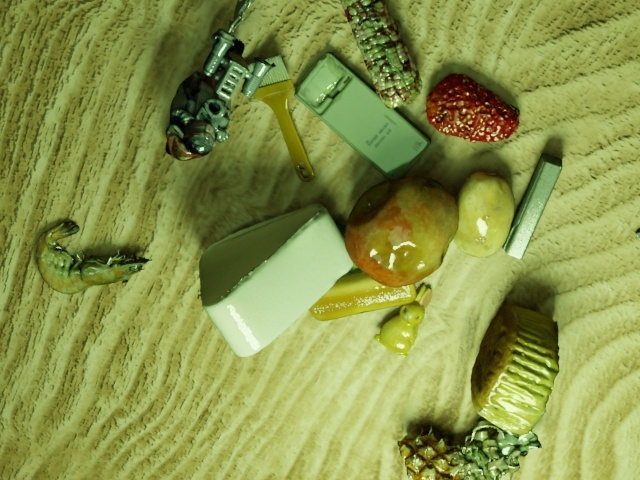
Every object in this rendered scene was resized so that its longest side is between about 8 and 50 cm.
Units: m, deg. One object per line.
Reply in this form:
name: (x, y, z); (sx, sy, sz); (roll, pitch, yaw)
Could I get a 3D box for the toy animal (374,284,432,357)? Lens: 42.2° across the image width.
toy animal: (0.187, 0.166, 1.787); (0.083, 0.070, 0.159); (27, 108, -1)

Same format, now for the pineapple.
pineapple: (0.343, 0.473, 1.804); (0.271, 0.262, 0.262); (-33, 101, 7)

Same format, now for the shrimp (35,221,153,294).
shrimp: (-0.525, 0.030, 1.889); (0.296, 0.058, 0.169); (-12, 105, 19)

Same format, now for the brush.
brush: (-0.072, -0.242, 1.700); (0.103, 0.013, 0.272); (-7, 114, 35)

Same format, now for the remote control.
remote control: (0.083, -0.249, 1.669); (0.285, 0.038, 0.123); (39, 112, -2)

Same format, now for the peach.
peach: (0.165, -0.032, 1.635); (0.214, 0.214, 0.235); (37, 123, -4)

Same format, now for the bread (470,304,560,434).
bread: (0.392, 0.259, 1.678); (0.142, 0.253, 0.227); (24, 116, 5)

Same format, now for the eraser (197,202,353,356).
eraser: (-0.088, 0.059, 1.689); (0.331, 0.331, 0.150); (-26, 111, 19)

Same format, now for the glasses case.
glasses case: (0.420, -0.068, 1.647); (0.047, 0.071, 0.205); (22, 114, 7)

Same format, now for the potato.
potato: (0.324, -0.049, 1.653); (0.118, 0.109, 0.178); (-1, 116, -15)

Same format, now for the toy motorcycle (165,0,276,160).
toy motorcycle: (-0.198, -0.300, 1.616); (0.134, 0.207, 0.401); (28, 114, -23)

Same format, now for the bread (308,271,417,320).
bread: (0.088, 0.108, 1.778); (0.239, 0.074, 0.093); (-13, 118, 17)

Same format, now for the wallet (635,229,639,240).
wallet: (0.754, -0.010, 1.625); (0.232, 0.025, 0.119); (-25, 104, 20)

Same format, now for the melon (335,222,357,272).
melon: (-0.001, 0.000, 1.783); (0.261, 0.053, 0.114); (18, 131, 9)

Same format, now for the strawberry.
strawberry: (0.295, -0.249, 1.600); (0.188, 0.082, 0.121); (18, 110, 8)

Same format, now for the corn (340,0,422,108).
corn: (0.108, -0.384, 1.584); (0.092, 0.092, 0.281); (-23, 101, 19)
